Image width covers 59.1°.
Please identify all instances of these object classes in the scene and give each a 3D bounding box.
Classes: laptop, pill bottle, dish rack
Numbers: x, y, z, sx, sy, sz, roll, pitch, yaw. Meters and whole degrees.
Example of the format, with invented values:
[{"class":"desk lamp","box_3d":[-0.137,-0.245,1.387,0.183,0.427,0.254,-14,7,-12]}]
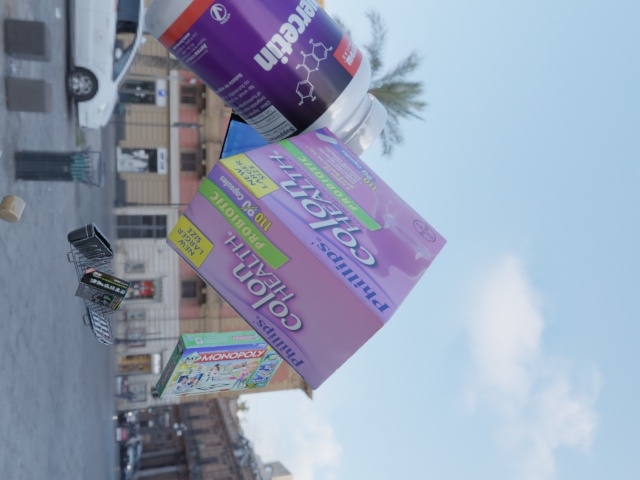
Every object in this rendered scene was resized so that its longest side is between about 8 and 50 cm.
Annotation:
[{"class":"laptop","box_3d":[-0.126,-0.285,1.471,0.264,0.234,0.136,121,-19,-56]},{"class":"pill bottle","box_3d":[-0.059,-0.244,0.762,0.181,0.323,0.181,-38,-152,24]},{"class":"dish rack","box_3d":[-0.531,0.111,1.357,0.208,0.074,0.271,112,-40,-73]}]

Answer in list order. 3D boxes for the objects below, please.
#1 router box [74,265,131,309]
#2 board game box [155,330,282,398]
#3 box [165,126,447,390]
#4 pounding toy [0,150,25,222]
[{"class":"router box","box_3d":[-0.457,0.102,1.183,0.122,0.092,0.038,-33,-144,57]},{"class":"board game box","box_3d":[-0.246,0.321,1.486,0.213,0.317,0.046,-58,-135,33]},{"class":"box","box_3d":[0.000,0.000,0.627,0.213,0.243,0.117,44,-59,6]},{"class":"pounding toy","box_3d":[-0.537,-0.064,0.815,0.181,0.206,0.094,-29,-132,30]}]
